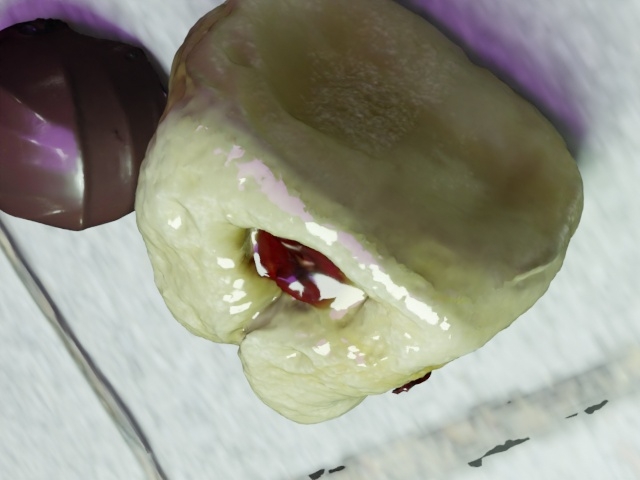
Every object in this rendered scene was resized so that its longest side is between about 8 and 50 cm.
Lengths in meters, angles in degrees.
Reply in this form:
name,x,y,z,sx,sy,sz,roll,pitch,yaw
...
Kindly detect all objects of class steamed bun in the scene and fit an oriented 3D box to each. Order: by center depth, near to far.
name,x,y,z,sx,sy,sz,roll,pitch,yaw
steamed bun,0.000,0.000,0.671,0.172,0.141,0.155,37,132,8

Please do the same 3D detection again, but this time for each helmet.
name,x,y,z,sx,sy,sz,roll,pitch,yaw
helmet,-0.130,-0.049,0.771,0.123,0.070,0.098,12,120,27
